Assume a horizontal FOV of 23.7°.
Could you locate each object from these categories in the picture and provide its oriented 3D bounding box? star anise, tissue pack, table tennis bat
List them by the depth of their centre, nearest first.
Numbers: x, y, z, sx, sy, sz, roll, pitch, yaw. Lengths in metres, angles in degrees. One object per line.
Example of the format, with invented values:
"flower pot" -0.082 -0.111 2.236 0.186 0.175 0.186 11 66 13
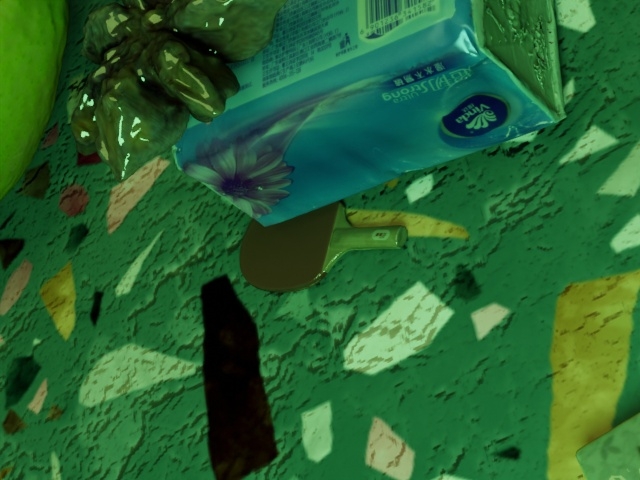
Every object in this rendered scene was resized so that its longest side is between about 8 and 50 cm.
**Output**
"star anise" -0.117 -0.129 1.106 0.212 0.073 0.197 -3 62 46
"tissue pack" 0.033 -0.147 1.147 0.263 0.146 0.198 -20 53 30
"table tennis bat" 0.000 0.000 1.184 0.156 0.013 0.087 -4 61 38

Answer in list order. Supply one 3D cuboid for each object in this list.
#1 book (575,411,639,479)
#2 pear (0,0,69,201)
"book" 0.349 0.127 0.829 0.389 0.032 0.269 -36 50 17
"pear" -0.408 -0.175 1.368 0.391 0.391 0.391 -18 56 29
